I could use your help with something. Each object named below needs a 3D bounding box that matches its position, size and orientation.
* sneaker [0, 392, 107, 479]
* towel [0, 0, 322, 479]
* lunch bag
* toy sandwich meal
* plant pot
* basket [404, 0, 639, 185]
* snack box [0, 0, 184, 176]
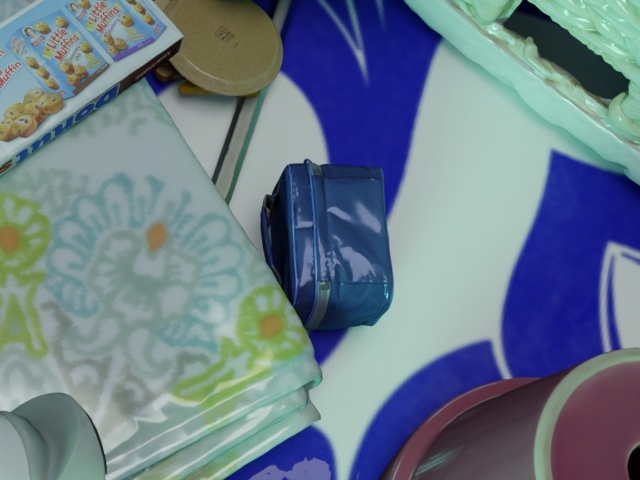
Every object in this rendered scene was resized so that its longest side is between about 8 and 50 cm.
[{"bbox_3d":[-0.183,0.230,0.652,0.146,0.122,0.330,-1,97,-35],"label":"sneaker"},{"bbox_3d":[-0.216,0.014,0.805,0.320,0.090,0.374,-29,79,-24],"label":"towel"},{"bbox_3d":[0.000,0.000,0.868,0.065,0.067,0.098,0,69,-14],"label":"lunch bag"},{"bbox_3d":[-0.064,-0.116,0.920,0.086,0.029,0.085,10,60,-18],"label":"toy sandwich meal"},{"bbox_3d":[0.136,0.147,0.770,0.201,0.180,0.201,6,62,-12],"label":"plant pot"},{"bbox_3d":[0.251,-0.243,0.914,0.328,0.266,0.331,39,65,4],"label":"basket"},{"bbox_3d":[-0.158,-0.079,0.796,0.178,0.022,0.064,-39,82,-25],"label":"snack box"}]
